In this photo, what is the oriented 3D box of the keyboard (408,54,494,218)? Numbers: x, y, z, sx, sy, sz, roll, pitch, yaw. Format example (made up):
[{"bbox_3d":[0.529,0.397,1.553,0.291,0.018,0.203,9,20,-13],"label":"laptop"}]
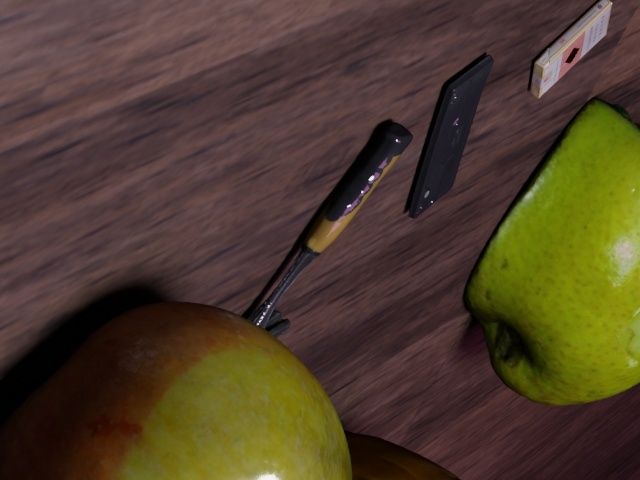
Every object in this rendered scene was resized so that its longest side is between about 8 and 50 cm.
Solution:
[{"bbox_3d":[0.096,-0.076,1.475,0.053,0.010,0.155,-37,157,-33],"label":"keyboard"}]

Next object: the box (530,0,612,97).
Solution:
[{"bbox_3d":[0.196,-0.151,1.548,0.083,0.012,0.046,-42,160,-19],"label":"box"}]

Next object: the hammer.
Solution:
[{"bbox_3d":[0.000,0.000,1.393,0.201,0.021,0.078,-53,160,13],"label":"hammer"}]

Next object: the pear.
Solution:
[{"bbox_3d":[0.264,0.035,1.807,0.282,0.176,0.286,-51,160,10],"label":"pear"}]

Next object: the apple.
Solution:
[{"bbox_3d":[-0.098,0.163,1.229,0.261,0.194,0.261,-37,151,-25],"label":"apple"}]

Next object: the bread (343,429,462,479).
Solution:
[{"bbox_3d":[0.035,0.297,1.670,0.250,0.279,0.225,-22,133,-54],"label":"bread"}]
